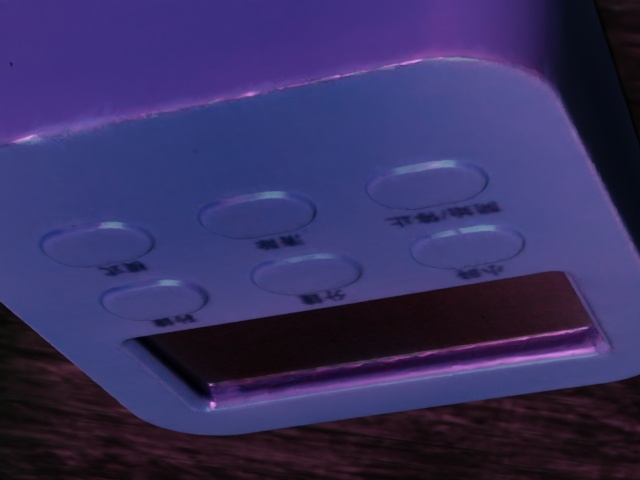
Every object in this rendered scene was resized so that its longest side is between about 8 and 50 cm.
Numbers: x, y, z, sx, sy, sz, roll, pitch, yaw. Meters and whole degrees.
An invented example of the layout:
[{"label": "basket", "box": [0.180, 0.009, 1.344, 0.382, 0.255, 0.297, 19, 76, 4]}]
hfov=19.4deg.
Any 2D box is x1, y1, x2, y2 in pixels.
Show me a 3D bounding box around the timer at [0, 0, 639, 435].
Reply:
[{"label": "timer", "box": [0.000, 0.000, 0.674, 0.232, 0.091, 0.250, -11, 139, 18]}]
